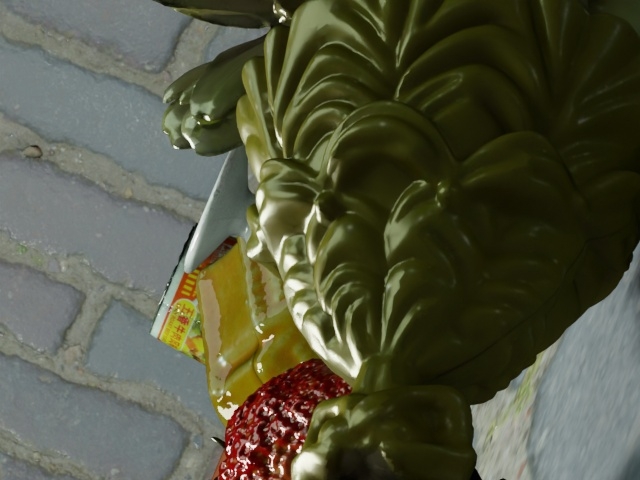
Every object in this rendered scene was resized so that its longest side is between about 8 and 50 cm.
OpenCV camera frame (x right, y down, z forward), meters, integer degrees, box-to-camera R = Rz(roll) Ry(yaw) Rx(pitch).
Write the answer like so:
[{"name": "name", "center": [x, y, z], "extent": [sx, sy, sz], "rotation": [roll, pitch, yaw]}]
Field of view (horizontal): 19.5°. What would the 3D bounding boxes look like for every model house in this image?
[{"name": "model house", "center": [0.004, 0.058, 1.746], "extent": [0.239, 0.173, 0.268], "rotation": [-45, 50, 50]}]

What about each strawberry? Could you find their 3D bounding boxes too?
[{"name": "strawberry", "center": [-0.007, 0.153, 1.366], "extent": [0.148, 0.131, 0.131], "rotation": [-36, 11, 14]}]

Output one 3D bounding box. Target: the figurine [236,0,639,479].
[{"name": "figurine", "center": [0.030, 0.069, 0.686], "extent": [0.168, 0.187, 0.315], "rotation": [99, -177, -54]}]

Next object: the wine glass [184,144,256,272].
[{"name": "wine glass", "center": [0.000, 0.000, 1.543], "extent": [0.165, 0.196, 0.165], "rotation": [-156, 90, -88]}]

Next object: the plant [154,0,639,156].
[{"name": "plant", "center": [0.074, -0.152, 1.010], "extent": [0.261, 0.297, 0.306], "rotation": [-60, 45, 42]}]

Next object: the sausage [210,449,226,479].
[{"name": "sausage", "center": [-0.058, 0.252, 1.561], "extent": [0.113, 0.114, 0.259], "rotation": [117, 176, -64]}]

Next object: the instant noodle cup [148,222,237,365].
[{"name": "instant noodle cup", "center": [-0.062, 0.078, 1.991], "extent": [0.193, 0.212, 0.193], "rotation": [-157, 90, -88]}]
